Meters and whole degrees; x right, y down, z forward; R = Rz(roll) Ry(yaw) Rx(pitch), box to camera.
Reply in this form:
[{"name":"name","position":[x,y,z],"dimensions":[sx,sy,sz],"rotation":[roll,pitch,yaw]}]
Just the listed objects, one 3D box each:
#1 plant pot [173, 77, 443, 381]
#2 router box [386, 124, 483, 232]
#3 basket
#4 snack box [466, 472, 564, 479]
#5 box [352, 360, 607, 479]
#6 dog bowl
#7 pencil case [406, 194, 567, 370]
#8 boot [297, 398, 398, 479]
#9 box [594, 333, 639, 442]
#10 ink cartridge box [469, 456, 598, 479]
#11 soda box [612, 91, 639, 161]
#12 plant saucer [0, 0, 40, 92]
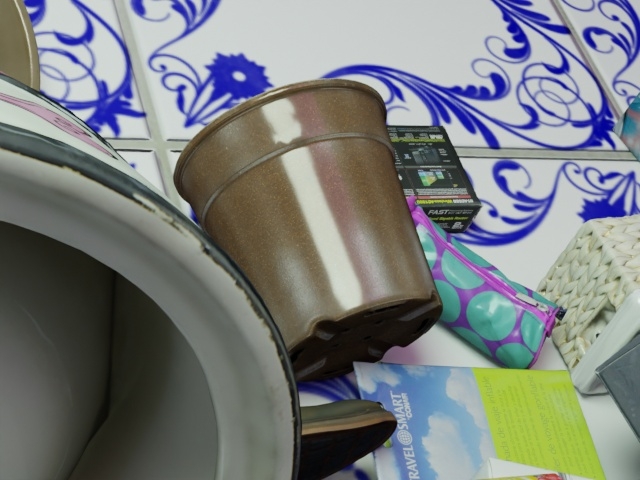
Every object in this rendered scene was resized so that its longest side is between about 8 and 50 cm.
[{"name":"plant pot","position":[0.000,0.000,0.837],"dimensions":[0.167,0.167,0.165],"rotation":[-8,63,-31]},{"name":"router box","position":[0.063,-0.051,0.987],"dimensions":[0.122,0.038,0.092],"rotation":[-2,52,-26]},{"name":"basket","position":[0.272,0.045,0.952],"dimensions":[0.167,0.113,0.103],"rotation":[-5,52,-29]},{"name":"snack box","position":[0.049,0.226,0.647],"dimensions":[0.207,0.175,0.070],"rotation":[0,14,-24]},{"name":"box","position":[0.108,0.142,0.838],"dimensions":[0.178,0.042,0.109],"rotation":[5,49,-21]},{"name":"dog bowl","position":[-0.221,0.089,0.504],"dimensions":[0.407,0.408,0.150],"rotation":[-1,36,-26]},{"name":"pencil case","position":[0.113,0.035,0.915],"dimensions":[0.151,0.070,0.064],"rotation":[36,46,8]},{"name":"boot","position":[-0.065,0.107,0.752],"dimensions":[0.219,0.082,0.106],"rotation":[-9,53,-20]},{"name":"box","position":[0.347,0.125,0.838],"dimensions":[0.270,0.143,0.165],"rotation":[12,42,-47]},{"name":"ink cartridge box","position":[0.151,0.199,0.769],"dimensions":[0.135,0.099,0.056],"rotation":[15,45,-14]},{"name":"soda box","position":[0.366,-0.066,1.131],"dimensions":[0.063,0.058,0.183],"rotation":[-15,59,-34]},{"name":"plant saucer","position":[-0.323,-0.136,0.804],"dimensions":[0.277,0.041,0.278],"rotation":[18,63,-39]}]
